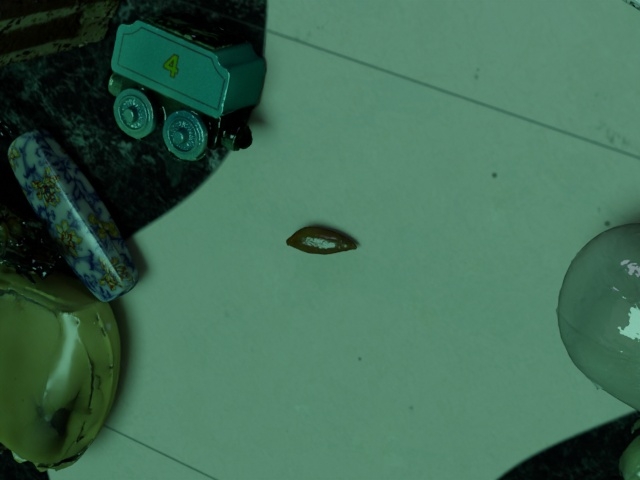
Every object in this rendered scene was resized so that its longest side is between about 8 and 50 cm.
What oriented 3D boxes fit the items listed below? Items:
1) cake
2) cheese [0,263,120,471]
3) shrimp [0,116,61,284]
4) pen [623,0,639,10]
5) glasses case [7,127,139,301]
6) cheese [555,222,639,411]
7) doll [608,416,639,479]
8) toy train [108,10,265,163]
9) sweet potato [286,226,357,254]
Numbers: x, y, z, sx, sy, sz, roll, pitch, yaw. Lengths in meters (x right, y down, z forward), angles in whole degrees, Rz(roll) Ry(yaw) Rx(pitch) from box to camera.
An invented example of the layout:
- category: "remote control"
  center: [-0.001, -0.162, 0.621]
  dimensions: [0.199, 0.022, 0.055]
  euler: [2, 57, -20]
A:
- category: "cake"
  center: [-0.333, -0.262, 2.074]
  dimensions: [0.135, 0.246, 0.112]
  euler: [22, 124, 3]
- category: "cheese"
  center: [-0.389, 0.180, 2.401]
  dimensions: [0.259, 0.128, 0.316]
  euler: [24, 118, 34]
- category: "shrimp"
  center: [-0.450, -0.098, 2.301]
  dimensions: [0.365, 0.071, 0.233]
  euler: [42, 136, 33]
- category: "pen"
  center: [0.382, -0.204, 1.727]
  dimensions: [0.204, 0.025, 0.025]
  euler: [34, 127, 17]
- category: "glasses case"
  center: [-0.323, -0.034, 2.281]
  dimensions: [0.087, 0.065, 0.248]
  euler: [-33, 88, 50]
- category: "cheese"
  center: [0.339, 0.079, 1.811]
  dimensions: [0.189, 0.154, 0.198]
  euler: [36, 127, 23]
- category: "doll"
  center: [0.424, 0.262, 1.849]
  dimensions: [0.234, 0.143, 0.135]
  euler: [27, 131, 22]
- category: "toy train"
  center: [-0.160, -0.185, 2.071]
  dimensions: [0.198, 0.107, 0.154]
  euler: [25, 117, 24]
- category: "sweet potato"
  center: [0.000, 0.000, 2.092]
  dimensions: [0.095, 0.034, 0.034]
  euler: [3, 114, 24]
